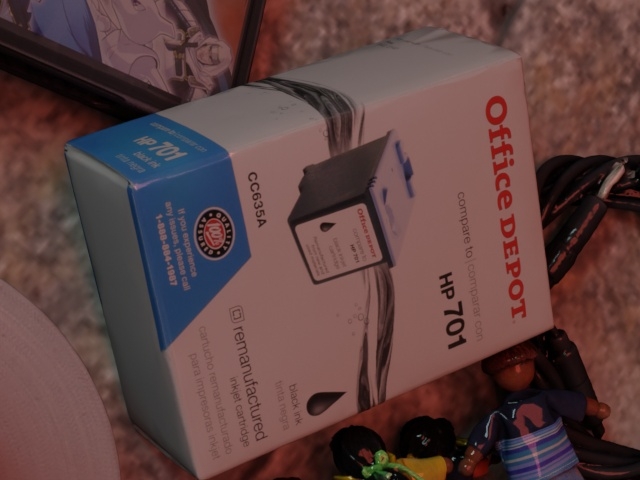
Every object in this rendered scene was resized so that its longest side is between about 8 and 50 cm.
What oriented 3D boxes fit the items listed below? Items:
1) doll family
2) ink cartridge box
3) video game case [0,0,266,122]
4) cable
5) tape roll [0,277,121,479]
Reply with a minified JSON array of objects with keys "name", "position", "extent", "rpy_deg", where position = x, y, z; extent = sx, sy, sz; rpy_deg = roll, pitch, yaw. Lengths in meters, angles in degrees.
[{"name":"doll family","position":[0.053,0.119,0.737],"extent":[0.193,0.076,0.111],"rpy_deg":[-22,91,-33]},{"name":"ink cartridge box","position":[0.000,0.000,0.701],"extent":[0.191,0.082,0.139],"rpy_deg":[-20,114,-23]},{"name":"video game case","position":[-0.105,-0.205,0.671],"extent":[0.248,0.035,0.274],"rpy_deg":[22,74,-44]},{"name":"cable","position":[0.158,0.046,0.804],"extent":[0.151,0.047,0.184],"rpy_deg":[0,85,-24]},{"name":"tape roll","position":[-0.191,0.107,0.616],"extent":[0.219,0.072,0.219],"rpy_deg":[1,89,-28]}]
